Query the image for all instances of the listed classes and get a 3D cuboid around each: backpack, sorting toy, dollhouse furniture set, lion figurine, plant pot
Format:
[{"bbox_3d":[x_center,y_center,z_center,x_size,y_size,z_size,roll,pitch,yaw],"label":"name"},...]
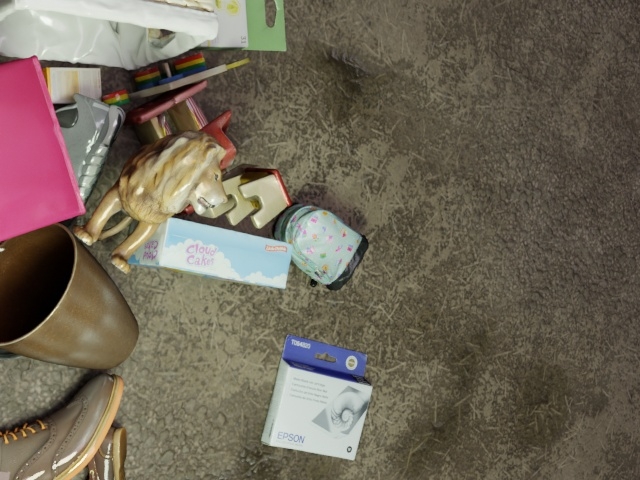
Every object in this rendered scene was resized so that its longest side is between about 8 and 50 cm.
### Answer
[{"bbox_3d":[0.000,0.000,2.017,0.182,0.115,0.152,38,74,-27],"label":"backpack"},{"bbox_3d":[-0.252,-0.298,1.797,0.274,0.132,0.046,-28,106,-40],"label":"sorting toy"},{"bbox_3d":[-0.178,-0.156,1.731,0.152,0.374,0.201,-34,112,-26],"label":"dollhouse furniture set"},{"bbox_3d":[-0.279,-0.073,1.630,0.142,0.392,0.240,40,82,-19],"label":"lion figurine"},{"bbox_3d":[-0.408,0.116,1.651,0.230,0.215,0.215,44,67,-48],"label":"plant pot"}]

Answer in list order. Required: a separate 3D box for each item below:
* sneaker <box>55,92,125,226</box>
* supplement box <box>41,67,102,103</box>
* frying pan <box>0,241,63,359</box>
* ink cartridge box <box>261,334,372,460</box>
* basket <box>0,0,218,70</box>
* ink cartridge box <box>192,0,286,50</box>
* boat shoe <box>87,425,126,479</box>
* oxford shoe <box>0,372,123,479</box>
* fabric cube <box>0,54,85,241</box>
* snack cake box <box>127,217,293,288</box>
[{"bbox_3d":[-0.435,-0.147,1.733,0.132,0.086,0.228,25,96,-9],"label":"sneaker"},{"bbox_3d":[-0.430,-0.266,1.750,0.098,0.036,0.062,-5,95,-35],"label":"supplement box"},{"bbox_3d":[-0.575,0.113,1.655,0.326,0.053,0.197,-15,101,-34],"label":"frying pan"},{"bbox_3d":[0.002,0.323,2.074,0.223,0.045,0.224,17,82,-34],"label":"ink cartridge box"},{"bbox_3d":[-0.378,-0.437,1.610,0.331,0.328,0.266,0,88,-35],"label":"basket"},{"bbox_3d":[-0.156,-0.447,1.926,0.235,0.056,0.171,-6,95,-33],"label":"ink cartridge box"},{"bbox_3d":[-0.383,0.431,1.801,0.073,0.073,0.207,-1,89,2],"label":"boat shoe"},{"bbox_3d":[-0.474,0.350,1.695,0.133,0.130,0.363,47,67,-20],"label":"oxford shoe"},{"bbox_3d":[-0.555,-0.119,1.537,0.258,0.259,0.254,-24,105,-34],"label":"fabric cube"},{"bbox_3d":[-0.203,0.023,1.852,0.264,0.152,0.089,13,85,-34],"label":"snack cake box"}]
